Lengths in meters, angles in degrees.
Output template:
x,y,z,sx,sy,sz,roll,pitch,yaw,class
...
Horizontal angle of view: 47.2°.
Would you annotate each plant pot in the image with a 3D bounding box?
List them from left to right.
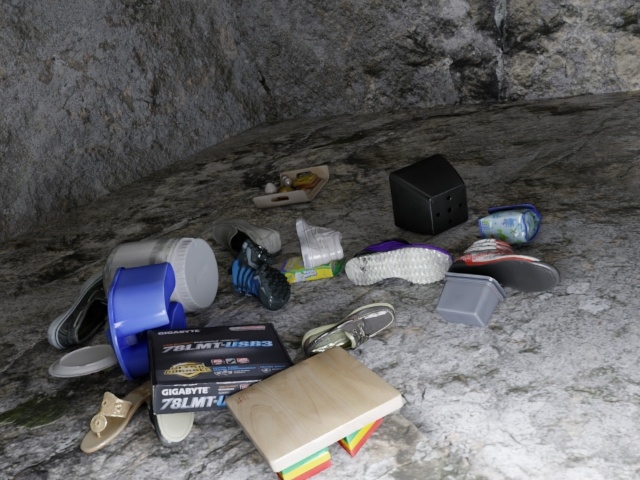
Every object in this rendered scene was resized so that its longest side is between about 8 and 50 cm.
x,y,z,sx,sy,sz,roll,pitch,yaw,class
0.333,-0.121,2.157,0.188,0.188,0.167,-23,33,-19,plant pot

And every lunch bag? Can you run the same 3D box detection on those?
x,y,z,sx,sy,sz,roll,pitch,yaw,class
0.505,-0.044,1.940,0.129,0.096,0.151,-6,8,32,lunch bag

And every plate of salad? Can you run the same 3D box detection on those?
x,y,z,sx,sy,sz,roll,pitch,yaw,class
-0.596,0.317,1.884,0.200,0.048,0.200,-7,13,2,plate of salad

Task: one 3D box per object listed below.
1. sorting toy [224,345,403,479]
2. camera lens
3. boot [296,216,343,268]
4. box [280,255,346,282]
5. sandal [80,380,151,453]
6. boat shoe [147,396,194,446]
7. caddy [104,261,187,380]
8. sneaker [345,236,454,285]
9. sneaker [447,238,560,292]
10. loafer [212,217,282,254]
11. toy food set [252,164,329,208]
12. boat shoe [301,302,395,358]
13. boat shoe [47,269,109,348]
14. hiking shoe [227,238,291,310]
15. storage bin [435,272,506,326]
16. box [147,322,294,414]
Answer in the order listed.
x,y,z,sx,sy,sz,roll,pitch,yaw,class
-0.011,0.325,1.352,0.256,0.089,0.257,-23,21,-19,sorting toy
-0.457,0.105,2.079,0.275,0.219,0.219,-6,22,19,camera lens
0.000,0.000,2.105,0.124,0.095,0.258,-11,28,-3,boot
-0.020,0.075,2.092,0.179,0.043,0.105,-8,21,16,box
-0.448,0.359,1.611,0.088,0.079,0.240,-1,25,37,sandal
-0.319,0.364,1.531,0.084,0.079,0.233,21,13,-22,boat shoe
-0.445,0.196,1.816,0.179,0.241,0.341,-11,19,-3,caddy
0.219,0.039,1.913,0.294,0.102,0.146,-3,23,32,sneaker
0.448,0.049,1.728,0.270,0.090,0.145,-3,26,39,sneaker
-0.261,-0.008,2.393,0.112,0.111,0.320,-22,20,-40,loafer
-0.111,-0.221,2.869,0.220,0.092,0.306,-8,22,23,toy food set
0.067,0.210,1.625,0.224,0.080,0.073,-21,25,1,boat shoe
-0.661,0.206,2.163,0.119,0.121,0.335,0,36,20,boat shoe
-0.172,0.122,2.032,0.132,0.113,0.304,-53,30,12,hiking shoe
0.325,0.137,1.609,0.135,0.098,0.091,6,57,45,storage bin
-0.219,0.267,1.575,0.296,0.073,0.293,-1,17,-14,box
